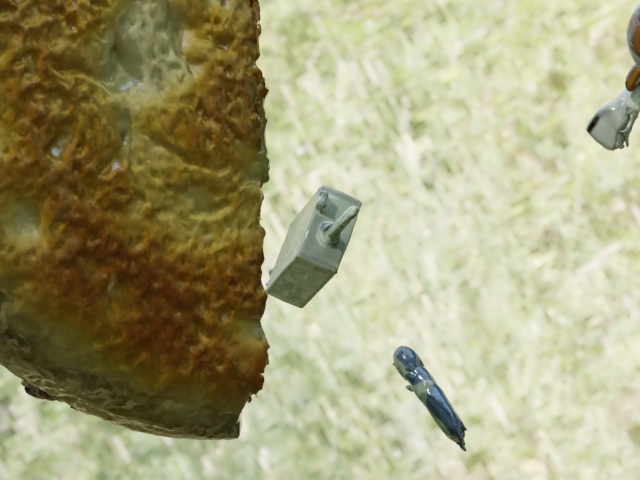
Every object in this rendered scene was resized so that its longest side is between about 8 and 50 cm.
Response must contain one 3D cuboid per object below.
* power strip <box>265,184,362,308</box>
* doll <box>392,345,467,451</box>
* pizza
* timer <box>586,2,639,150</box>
[{"bbox_3d":[0.000,0.000,1.536,0.175,0.042,0.075,133,160,-65],"label":"power strip"},{"bbox_3d":[0.107,0.152,1.742,0.027,0.125,0.037,-29,-29,-8],"label":"doll"},{"bbox_3d":[-0.111,-0.049,0.886,0.226,0.335,0.086,-49,28,-24],"label":"pizza"},{"bbox_3d":[0.276,-0.158,1.146,0.266,0.175,0.175,-27,3,-35],"label":"timer"}]
